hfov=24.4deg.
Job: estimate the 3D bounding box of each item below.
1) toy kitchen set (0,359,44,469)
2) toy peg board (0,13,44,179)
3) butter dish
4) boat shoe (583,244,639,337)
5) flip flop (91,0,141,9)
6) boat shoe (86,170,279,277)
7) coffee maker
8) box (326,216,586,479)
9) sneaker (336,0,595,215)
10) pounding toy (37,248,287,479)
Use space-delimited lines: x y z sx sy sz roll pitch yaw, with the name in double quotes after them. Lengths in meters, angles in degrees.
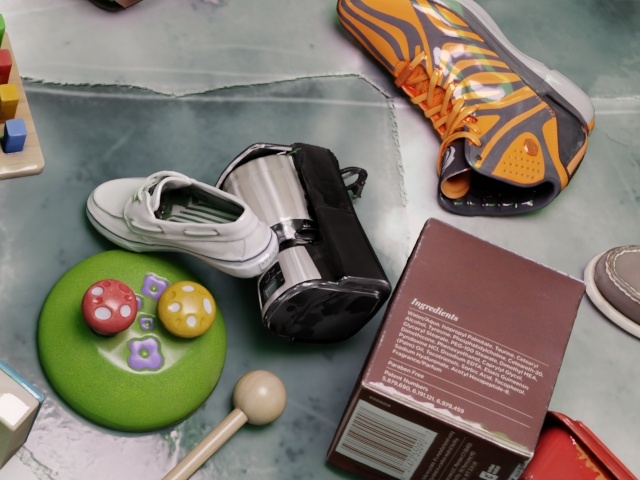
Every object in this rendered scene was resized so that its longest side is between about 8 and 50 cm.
-0.307 0.066 1.325 0.207 0.122 0.166 39 59 2 "toy kitchen set"
-0.361 -0.141 1.433 0.161 0.079 0.161 -11 69 -23 "toy peg board"
0.231 0.247 1.393 0.118 0.160 0.160 -43 86 -8 "butter dish"
0.447 0.069 1.602 0.324 0.097 0.117 20 60 -9 "boat shoe"
-0.233 -0.281 1.541 0.277 0.112 0.080 -1 91 -22 "flip flop"
-0.137 -0.033 1.394 0.226 0.076 0.083 13 53 32 "boat shoe"
0.000 0.000 1.449 0.171 0.120 0.178 -11 57 -19 "coffee maker"
0.127 0.125 1.403 0.167 0.168 0.203 23 56 3 "box"
0.139 -0.147 1.585 0.321 0.124 0.180 30 58 -3 "sneaker"
-0.148 0.095 1.374 0.183 0.110 0.237 -35 80 -29 "pounding toy"
